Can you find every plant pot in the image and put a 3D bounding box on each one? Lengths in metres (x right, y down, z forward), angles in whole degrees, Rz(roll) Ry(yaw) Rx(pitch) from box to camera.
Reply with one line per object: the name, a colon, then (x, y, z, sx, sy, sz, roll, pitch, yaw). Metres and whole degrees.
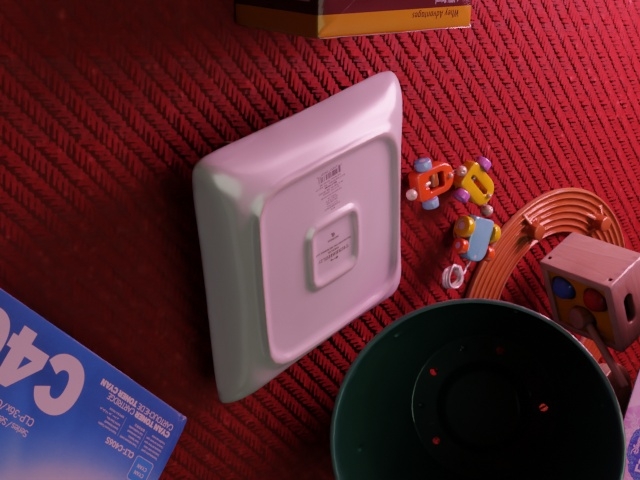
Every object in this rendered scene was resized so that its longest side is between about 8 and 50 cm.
plant pot: (0.174, 0.203, 1.109, 0.235, 0.293, 0.293, 1, 109, -79)

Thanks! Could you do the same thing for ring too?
ring: (0.312, 0.095, 1.351, 0.337, 0.032, 0.336, -15, 115, -35)

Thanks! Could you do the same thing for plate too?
plate: (0.000, 0.000, 1.003, 0.277, 0.045, 0.278, -30, 131, -37)

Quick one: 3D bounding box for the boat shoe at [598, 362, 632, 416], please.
boat shoe: (0.303, 0.305, 1.363, 0.122, 0.110, 0.341, 41, 78, -39)

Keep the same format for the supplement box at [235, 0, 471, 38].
supplement box: (0.034, -0.293, 0.920, 0.191, 0.129, 0.194, -13, 113, -36)

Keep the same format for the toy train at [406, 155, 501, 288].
toy train: (0.148, -0.034, 1.164, 0.125, 0.046, 0.166, -31, 120, -26)

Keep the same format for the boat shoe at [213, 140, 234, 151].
boat shoe: (-0.068, -0.033, 0.982, 0.048, 0.056, 0.153, -36, 127, -36)

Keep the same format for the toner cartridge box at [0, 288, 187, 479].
toner cartridge box: (-0.276, 0.138, 0.832, 0.348, 0.075, 0.165, 45, 63, -40)

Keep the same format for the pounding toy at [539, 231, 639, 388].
pounding toy: (0.353, 0.087, 1.273, 0.100, 0.130, 0.141, -37, 126, -24)

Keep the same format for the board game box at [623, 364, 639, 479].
board game box: (0.411, 0.215, 1.231, 0.318, 0.066, 0.318, -63, 158, -25)
